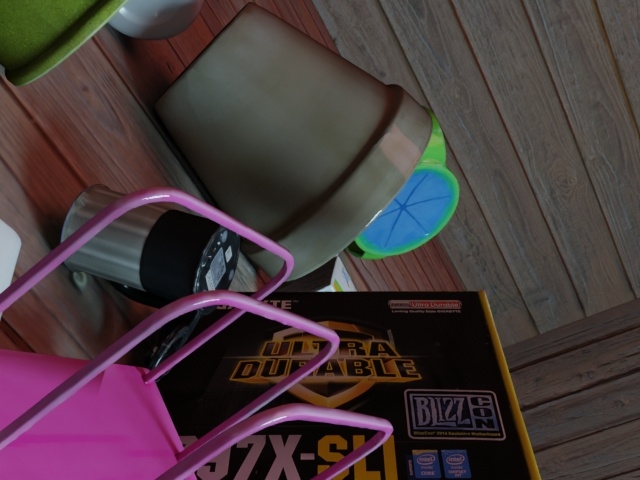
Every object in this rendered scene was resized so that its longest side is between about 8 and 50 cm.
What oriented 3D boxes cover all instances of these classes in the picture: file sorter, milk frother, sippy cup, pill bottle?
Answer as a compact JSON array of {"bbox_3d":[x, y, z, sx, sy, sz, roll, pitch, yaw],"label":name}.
[{"bbox_3d":[-0.054,0.145,0.390,0.290,0.182,0.202,59,13,26],"label":"file sorter"},{"bbox_3d":[-0.160,0.039,0.618,0.143,0.135,0.129,-54,155,-53],"label":"milk frother"},{"bbox_3d":[0.127,-0.125,1.452,0.240,0.305,0.224,46,11,-47],"label":"sippy cup"},{"bbox_3d":[-0.229,-0.397,0.972,0.146,0.146,0.264,52,20,-41],"label":"pill bottle"}]

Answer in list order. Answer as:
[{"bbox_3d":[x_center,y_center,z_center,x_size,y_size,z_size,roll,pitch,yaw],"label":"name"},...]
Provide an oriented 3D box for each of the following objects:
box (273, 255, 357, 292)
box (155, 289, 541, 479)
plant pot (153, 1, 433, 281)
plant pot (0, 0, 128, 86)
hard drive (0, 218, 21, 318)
[{"bbox_3d":[0.017,0.145,1.047,0.203,0.114,0.103,63,16,-17],"label":"box"},{"bbox_3d":[0.006,0.150,0.637,0.257,0.322,0.079,-89,178,-54],"label":"box"},{"bbox_3d":[-0.058,-0.154,0.968,0.280,0.323,0.323,43,22,-17],"label":"plant pot"},{"bbox_3d":[-0.266,-0.372,0.535,0.353,0.366,0.366,40,28,-33],"label":"plant pot"},{"bbox_3d":[-0.271,0.056,0.372,0.203,0.040,0.307,52,21,-41],"label":"hard drive"}]
